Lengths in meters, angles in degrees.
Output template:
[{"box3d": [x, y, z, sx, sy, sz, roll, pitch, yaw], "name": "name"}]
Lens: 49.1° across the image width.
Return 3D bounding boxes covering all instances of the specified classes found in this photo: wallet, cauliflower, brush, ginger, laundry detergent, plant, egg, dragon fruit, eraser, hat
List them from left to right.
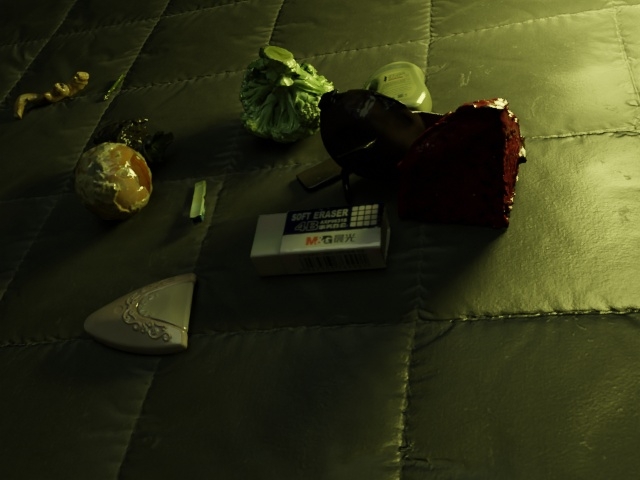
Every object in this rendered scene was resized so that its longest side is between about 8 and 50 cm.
[{"box3d": [-0.898, -0.486, 2.329, 0.288, 0.075, 0.089, -23, 2, 0], "name": "ginger"}, {"box3d": [-0.522, -0.152, 1.762, 0.195, 0.195, 0.233, -22, 35, -2], "name": "egg"}, {"box3d": [-0.507, -0.258, 1.906, 0.203, 0.131, 0.142, 1, 44, 20], "name": "plant"}, {"box3d": [-0.390, 0.160, 1.488, 0.243, 0.059, 0.204, -9, 44, 6], "name": "eraser"}, {"box3d": [-0.300, -0.096, 1.742, 0.033, 0.030, 0.178, -22, 32, 9], "name": "brush"}, {"box3d": [-0.093, -0.396, 1.804, 0.275, 0.250, 0.272, 0, 48, 14], "name": "cauliflower"}, {"box3d": [0.000, 0.000, 1.485, 0.287, 0.086, 0.130, -5, 46, 16], "name": "eraser"}, {"box3d": [0.021, -0.171, 1.700, 0.156, 0.018, 0.082, -28, 43, -8], "name": "wallet"}, {"box3d": [0.143, -0.190, 1.548, 0.336, 0.238, 0.209, 16, 76, -13], "name": "hat"}, {"box3d": [0.189, -0.376, 1.792, 0.181, 0.091, 0.253, -13, 43, 16], "name": "laundry detergent"}, {"box3d": [0.330, -0.167, 1.408, 0.302, 0.330, 0.240, -37, 67, -20], "name": "dragon fruit"}]

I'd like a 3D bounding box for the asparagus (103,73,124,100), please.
[{"box3d": [-0.680, -0.502, 2.301, 0.015, 0.018, 0.127, 28, 55, -8], "name": "asparagus"}]
